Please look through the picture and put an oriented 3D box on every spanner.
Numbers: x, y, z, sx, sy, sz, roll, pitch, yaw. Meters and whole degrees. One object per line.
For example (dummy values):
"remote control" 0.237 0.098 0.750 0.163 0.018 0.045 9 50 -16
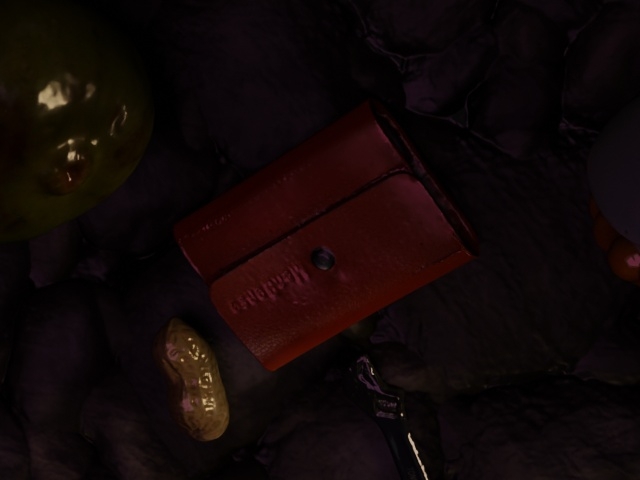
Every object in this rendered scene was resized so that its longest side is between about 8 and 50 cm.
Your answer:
"spanner" 0.069 0.183 1.175 0.046 0.012 0.208 -16 107 24

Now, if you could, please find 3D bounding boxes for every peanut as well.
"peanut" -0.105 0.113 1.178 0.054 0.054 0.113 -7 114 21

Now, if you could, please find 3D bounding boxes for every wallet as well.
"wallet" 0.000 0.000 1.100 0.204 0.045 0.142 -31 100 27

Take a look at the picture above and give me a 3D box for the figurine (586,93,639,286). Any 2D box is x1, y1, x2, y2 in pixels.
"figurine" 0.344 0.029 0.960 0.205 0.224 0.382 -45 119 6

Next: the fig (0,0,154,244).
"fig" -0.242 -0.113 1.064 0.225 0.203 0.203 42 123 34
